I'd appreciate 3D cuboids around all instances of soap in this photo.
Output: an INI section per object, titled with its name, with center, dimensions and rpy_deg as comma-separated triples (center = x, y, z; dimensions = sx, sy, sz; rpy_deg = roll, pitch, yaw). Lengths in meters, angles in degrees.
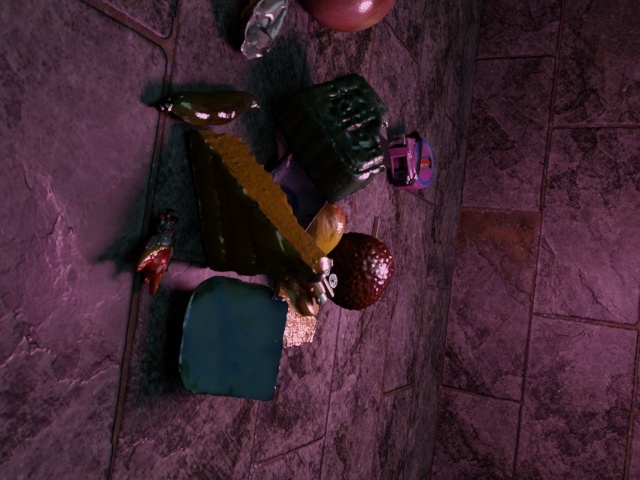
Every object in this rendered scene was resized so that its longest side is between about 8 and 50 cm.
[soap]
center = -0.125, -0.090, 1.273
dimensions = 0.169, 0.304, 0.339
rpy_deg = -39, 129, -58

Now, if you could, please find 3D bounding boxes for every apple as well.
[apple]
center = 0.077, -0.741, 1.613
dimensions = 0.306, 0.235, 0.306
rpy_deg = -13, 105, -60

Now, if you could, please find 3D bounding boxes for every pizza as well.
[pizza]
center = -0.100, 0.247, 1.617
dimensions = 0.188, 0.080, 0.204
rpy_deg = 51, 39, -34

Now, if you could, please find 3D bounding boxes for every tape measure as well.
[tape measure]
center = 0.370, -0.331, 2.358
dimensions = 0.231, 0.149, 0.245
rpy_deg = -17, 103, -58

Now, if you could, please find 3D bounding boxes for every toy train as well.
[toy train]
center = -0.019, 0.105, 1.617
dimensions = 0.176, 0.074, 0.118
rpy_deg = 64, 36, -25

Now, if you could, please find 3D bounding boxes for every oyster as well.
[oyster]
center = -0.138, -0.566, 1.391
dimensions = 0.199, 0.087, 0.252
rpy_deg = -16, 117, -71

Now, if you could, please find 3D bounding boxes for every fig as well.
[fig]
center = 0.000, 0.000, 1.684
dimensions = 0.159, 0.159, 0.257
rpy_deg = -26, 114, -59

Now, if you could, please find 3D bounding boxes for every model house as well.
[model house]
center = -0.208, 0.213, 1.342
dimensions = 0.241, 0.226, 0.261
rpy_deg = -177, -83, -80

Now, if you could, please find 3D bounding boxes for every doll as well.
[doll]
center = -0.334, 0.014, 1.162
dimensions = 0.109, 0.057, 0.169
rpy_deg = 83, 12, -58

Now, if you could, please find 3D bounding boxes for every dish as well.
[dish]
center = -0.090, -0.117, 1.542
dimensions = 0.182, 0.080, 0.243
rpy_deg = 47, 48, -13

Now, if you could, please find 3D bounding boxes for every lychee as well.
[lychee]
center = 0.104, 0.094, 1.817
dimensions = 0.260, 0.260, 0.260
rpy_deg = -19, 111, -60

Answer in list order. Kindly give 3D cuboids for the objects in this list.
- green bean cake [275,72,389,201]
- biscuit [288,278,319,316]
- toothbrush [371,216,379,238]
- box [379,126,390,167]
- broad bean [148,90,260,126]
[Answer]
[green bean cake]
center = 0.075, -0.298, 1.583
dimensions = 0.308, 0.169, 0.300
rpy_deg = -31, 86, -41
[biscuit]
center = -0.050, 0.107, 1.664
dimensions = 0.153, 0.030, 0.234
rpy_deg = 3, 70, -62
[toothbrush]
center = 0.200, 0.045, 2.217
dimensions = 0.028, 0.026, 0.294
rpy_deg = 37, 62, -58
[box]
center = 0.189, -0.370, 1.987
dimensions = 0.350, 0.058, 0.211
rpy_deg = 3, 80, -74
[broad bean]
center = -0.244, -0.295, 1.265
dimensions = 0.339, 0.061, 0.077
rpy_deg = -25, 105, -59
